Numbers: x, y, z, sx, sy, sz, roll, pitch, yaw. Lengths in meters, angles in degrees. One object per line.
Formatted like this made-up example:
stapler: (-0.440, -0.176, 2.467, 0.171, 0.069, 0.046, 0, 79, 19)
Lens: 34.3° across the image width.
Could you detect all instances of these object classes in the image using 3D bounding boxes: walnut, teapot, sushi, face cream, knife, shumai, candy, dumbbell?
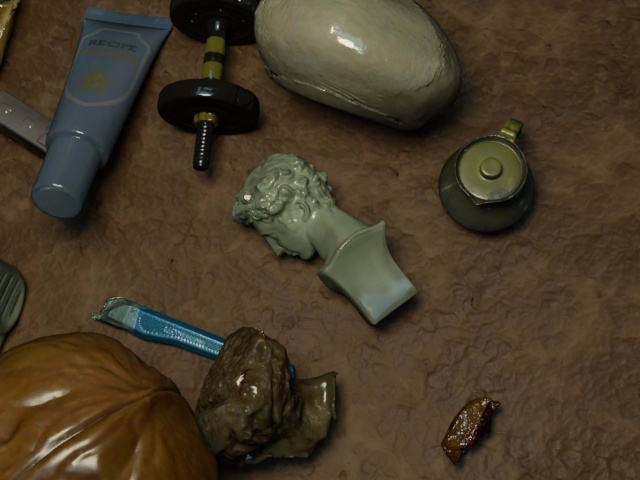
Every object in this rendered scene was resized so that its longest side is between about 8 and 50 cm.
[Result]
walnut: (-0.299, 0.302, 1.220, 0.354, 0.308, 0.398, 40, 117, 10)
teapot: (0.232, -0.094, 1.400, 0.130, 0.119, 0.166, 24, 77, 11)
sushi: (0.194, 0.243, 1.343, 0.047, 0.050, 0.099, 32, 85, 19)
face cream: (-0.314, -0.196, 1.454, 0.135, 0.086, 0.385, 8, 52, 3)
knife: (-0.173, 0.139, 1.421, 0.296, 0.026, 0.044, 21, 80, 8)
shumai: (-0.062, 0.215, 1.318, 0.175, 0.206, 0.166, 20, 58, -11)
candy: (0.053, -0.260, 1.385, 0.295, 0.295, 0.185, 20, 92, 10)
dumbbell: (-0.151, -0.254, 1.467, 0.143, 0.143, 0.326, 3, 74, 6)

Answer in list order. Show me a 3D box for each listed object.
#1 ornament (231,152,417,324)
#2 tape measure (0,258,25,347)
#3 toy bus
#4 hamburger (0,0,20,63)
ornament: (0.013, -0.008, 1.396, 0.285, 0.120, 0.130, 37, 79, 12)
tape measure: (-0.500, 0.094, 1.347, 0.125, 0.243, 0.246, 20, 76, 11)
toy bus: (-0.402, -0.150, 1.499, 0.172, 0.072, 0.057, 31, 75, 12)
hamburger: (-0.547, -0.319, 1.517, 0.282, 0.155, 0.245, -26, 77, -6)
